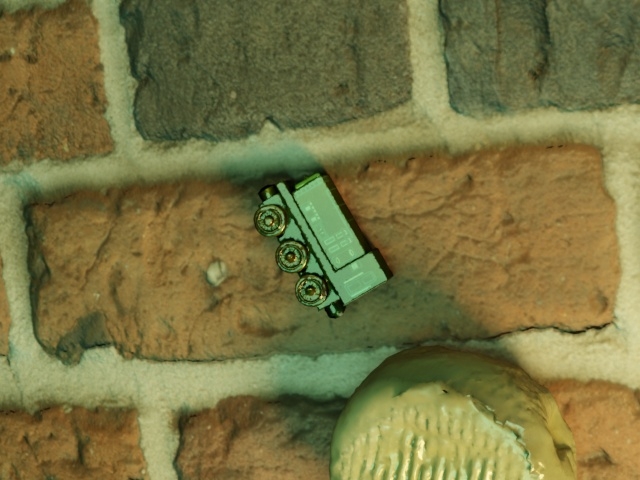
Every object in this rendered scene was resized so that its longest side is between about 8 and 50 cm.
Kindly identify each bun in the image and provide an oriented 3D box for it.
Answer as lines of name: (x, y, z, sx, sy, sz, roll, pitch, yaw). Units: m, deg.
bun: (0.197, 0.308, 1.430, 0.360, 0.211, 0.359, 6, 103, 28)

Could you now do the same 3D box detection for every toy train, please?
toy train: (0.000, 0.000, 1.502, 0.137, 0.090, 0.225, -30, 89, 13)
